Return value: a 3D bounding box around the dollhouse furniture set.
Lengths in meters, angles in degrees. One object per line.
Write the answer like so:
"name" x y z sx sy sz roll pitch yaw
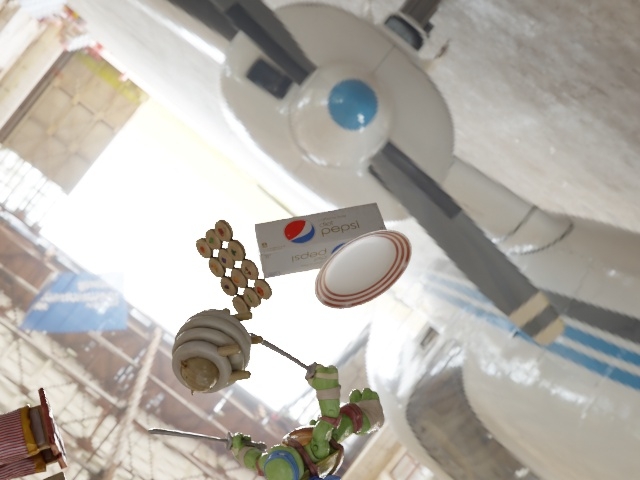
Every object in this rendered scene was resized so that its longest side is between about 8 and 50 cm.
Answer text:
"dollhouse furniture set" -0.541 0.480 1.552 0.152 0.201 0.374 97 150 -54

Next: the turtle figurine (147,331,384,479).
"turtle figurine" -0.038 0.243 1.224 0.274 0.198 0.266 26 -174 26

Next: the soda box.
"soda box" 0.000 0.000 1.453 0.069 0.216 0.074 90 166 -49

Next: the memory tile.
"memory tile" -0.139 0.045 1.363 0.148 0.012 0.113 56 141 1

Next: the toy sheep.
"toy sheep" -0.111 0.112 0.905 0.091 0.091 0.132 38 -153 -9

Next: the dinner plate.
"dinner plate" 0.053 0.035 1.110 0.141 0.141 0.017 40 -167 -52
